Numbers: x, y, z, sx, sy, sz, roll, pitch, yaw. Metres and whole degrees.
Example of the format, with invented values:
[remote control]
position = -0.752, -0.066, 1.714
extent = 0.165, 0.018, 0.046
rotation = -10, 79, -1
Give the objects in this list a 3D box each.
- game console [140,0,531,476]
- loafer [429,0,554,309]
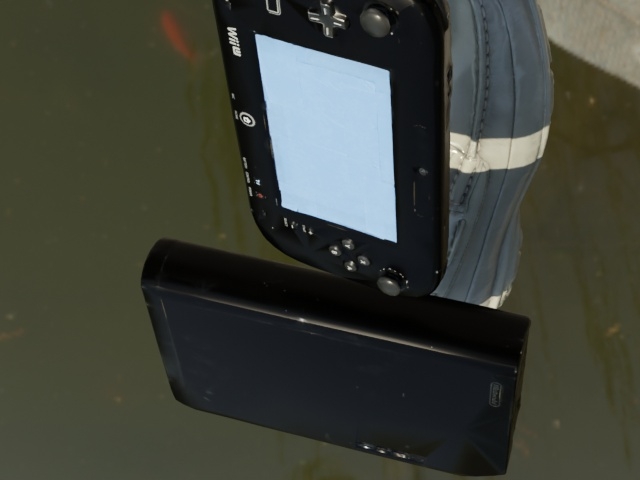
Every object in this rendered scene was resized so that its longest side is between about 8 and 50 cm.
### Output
[game console]
position = 0.000, 0.000, 0.608
extent = 0.213, 0.044, 0.361
rotation = 11, 142, 14
[loafer]
position = 0.074, -0.051, 0.779
extent = 0.111, 0.112, 0.319
rotation = -22, 136, -20
